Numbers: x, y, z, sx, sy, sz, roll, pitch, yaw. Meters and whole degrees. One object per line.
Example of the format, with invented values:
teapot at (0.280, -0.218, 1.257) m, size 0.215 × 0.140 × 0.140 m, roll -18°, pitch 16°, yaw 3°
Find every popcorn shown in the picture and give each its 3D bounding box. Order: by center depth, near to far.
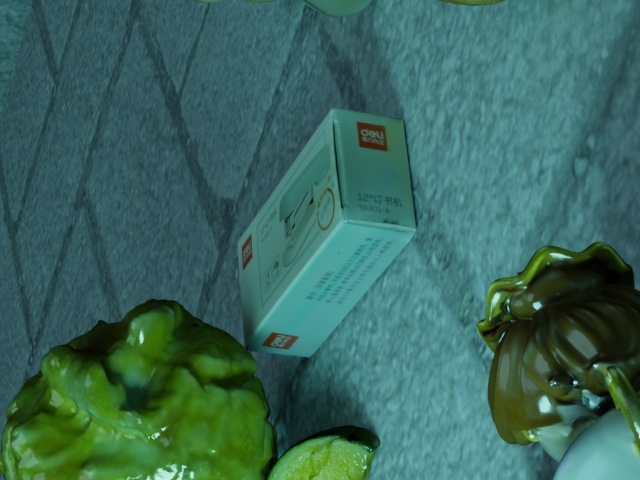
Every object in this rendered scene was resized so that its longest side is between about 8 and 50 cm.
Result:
popcorn at (-0.182, 0.193, 1.831) m, size 0.247 × 0.282 × 0.282 m, roll 61°, pitch 147°, yaw 13°

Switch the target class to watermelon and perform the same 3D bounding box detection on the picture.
watermelon at (0.003, 0.236, 1.791) m, size 0.092 × 0.075 × 0.181 m, roll 29°, pitch 119°, yaw 21°

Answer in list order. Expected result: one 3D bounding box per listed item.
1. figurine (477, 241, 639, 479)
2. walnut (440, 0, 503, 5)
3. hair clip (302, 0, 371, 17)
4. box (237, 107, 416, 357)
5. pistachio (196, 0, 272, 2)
figurine at (0.189, 0.113, 1.200) m, size 0.263 × 0.142 × 0.189 m, roll -113°, pitch 6°, yaw -49°
walnut at (0.124, -0.268, 1.510) m, size 0.207 × 0.159 × 0.159 m, roll 180°, pitch 98°, yaw -69°
hair clip at (-0.012, -0.330, 1.832) m, size 0.113 × 0.172 × 0.282 m, roll 55°, pitch 173°, yaw 41°
box at (0.000, 0.000, 1.822) m, size 0.269 × 0.079 × 0.135 m, roll 128°, pitch 144°, yaw -52°
pistachio at (-0.071, -0.406, 2.043) m, size 0.187 × 0.187 × 0.299 m, roll -147°, pitch 61°, yaw -67°
